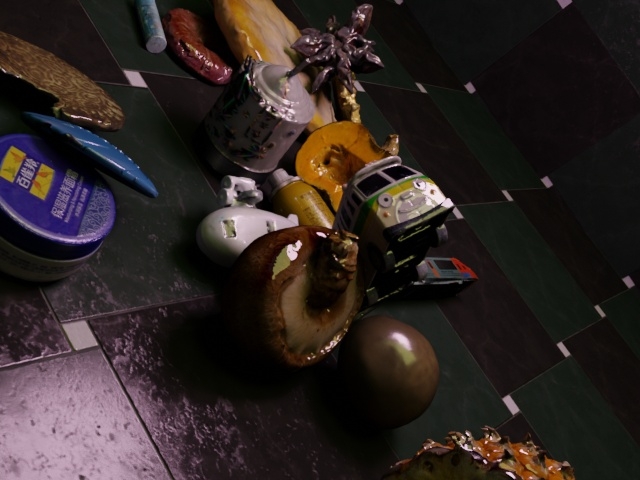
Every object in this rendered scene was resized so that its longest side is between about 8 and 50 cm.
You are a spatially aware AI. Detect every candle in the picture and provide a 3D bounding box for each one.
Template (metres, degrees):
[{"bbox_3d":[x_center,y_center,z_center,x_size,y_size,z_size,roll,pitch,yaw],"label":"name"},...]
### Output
[{"bbox_3d":[-0.110,-0.266,1.656,0.187,0.330,0.187,26,38,-22],"label":"candle"}]

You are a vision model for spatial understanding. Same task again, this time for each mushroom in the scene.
[{"bbox_3d":[-0.039,0.085,1.372,0.163,0.278,0.297,36,19,31],"label":"mushroom"}]

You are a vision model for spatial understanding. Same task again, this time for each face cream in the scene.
[{"bbox_3d":[0.000,0.000,1.692,0.348,0.105,0.105,56,30,14],"label":"face cream"},{"bbox_3d":[-0.409,-0.044,1.185,0.206,0.111,0.206,33,31,-23],"label":"face cream"}]

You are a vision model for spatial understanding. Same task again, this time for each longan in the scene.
[{"bbox_3d":[0.121,0.235,1.473,0.198,0.198,0.212,-94,169,-49],"label":"longan"}]

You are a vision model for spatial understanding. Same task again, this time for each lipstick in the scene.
[{"bbox_3d":[-0.380,-0.486,1.842,0.048,0.048,0.157,18,41,-42],"label":"lipstick"}]

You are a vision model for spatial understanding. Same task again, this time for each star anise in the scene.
[{"bbox_3d":[0.041,-0.466,2.026,0.129,0.213,0.282,66,15,-60],"label":"star anise"}]

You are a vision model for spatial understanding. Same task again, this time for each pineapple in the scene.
[{"bbox_3d":[0.250,0.458,1.253,0.300,0.352,0.352,25,35,-52],"label":"pineapple"}]

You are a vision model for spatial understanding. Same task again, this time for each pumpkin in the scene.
[{"bbox_3d":[0.109,-0.117,1.832,0.325,0.242,0.232,51,3,41],"label":"pumpkin"}]

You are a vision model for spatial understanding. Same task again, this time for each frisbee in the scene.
[{"bbox_3d":[-0.358,-0.143,1.310,0.242,0.045,0.242,31,-6,3],"label":"frisbee"}]

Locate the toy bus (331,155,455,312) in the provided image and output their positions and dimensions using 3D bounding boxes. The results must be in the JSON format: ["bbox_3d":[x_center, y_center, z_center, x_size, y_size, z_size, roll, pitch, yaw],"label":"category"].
[{"bbox_3d":[0.113,-0.017,1.497,0.143,0.305,0.179,-25,68,-21],"label":"toy bus"}]

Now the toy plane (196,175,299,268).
[{"bbox_3d":[-0.119,0.004,1.510,0.267,0.123,0.266,28,50,-40],"label":"toy plane"}]

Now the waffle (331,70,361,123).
[{"bbox_3d":[0.067,-0.371,2.171,0.250,0.056,0.261,84,-8,-51],"label":"waffle"}]

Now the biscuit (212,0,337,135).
[{"bbox_3d":[-0.118,-0.468,2.077,0.446,0.104,0.429,40,29,-37],"label":"biscuit"}]

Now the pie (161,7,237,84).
[{"bbox_3d":[-0.280,-0.456,1.932,0.204,0.054,0.218,17,41,-45],"label":"pie"}]

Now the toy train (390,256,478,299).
[{"bbox_3d":[0.231,0.084,1.920,0.409,0.086,0.089,2,50,-53],"label":"toy train"}]

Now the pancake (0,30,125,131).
[{"bbox_3d":[-0.466,-0.273,1.409,0.288,0.033,0.286,19,24,-41],"label":"pancake"}]
